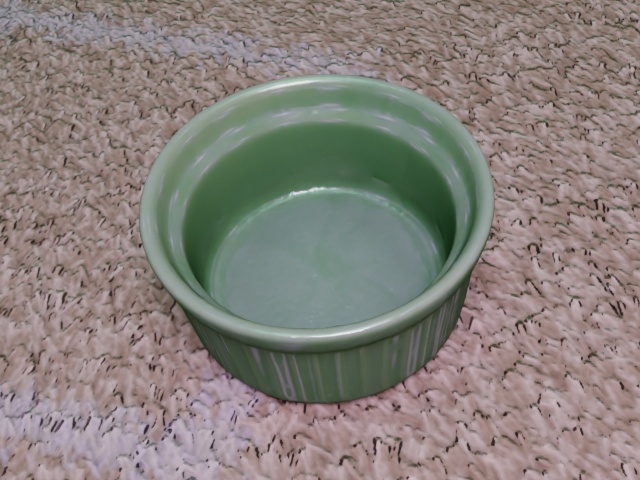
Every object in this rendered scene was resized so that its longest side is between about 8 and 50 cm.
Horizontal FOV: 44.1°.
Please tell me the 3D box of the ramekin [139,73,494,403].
[{"bbox_3d":[0.000,0.000,0.730,0.304,0.148,0.303,-3,51,3],"label":"ramekin"}]
